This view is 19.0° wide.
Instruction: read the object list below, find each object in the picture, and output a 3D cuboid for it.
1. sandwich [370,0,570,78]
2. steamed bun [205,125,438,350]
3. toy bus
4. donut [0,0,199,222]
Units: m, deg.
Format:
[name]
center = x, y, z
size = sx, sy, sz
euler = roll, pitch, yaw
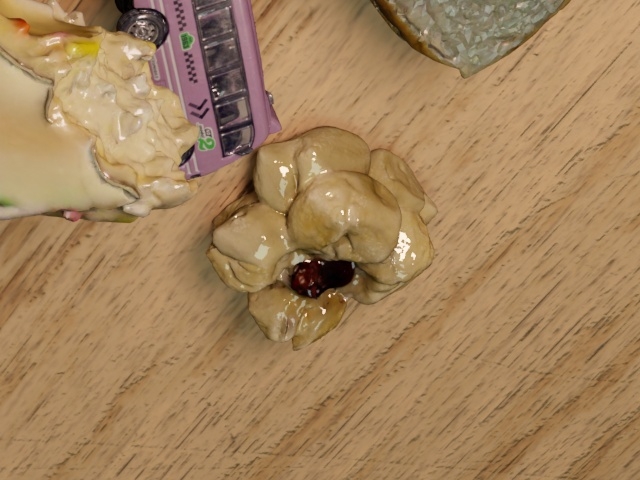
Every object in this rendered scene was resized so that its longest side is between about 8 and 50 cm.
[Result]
[sandwich]
center = 0.099, -0.280, 1.329
size = 0.271, 0.099, 0.301
euler = -42, 123, 16
[steamed bun]
center = 0.000, 0.000, 1.597
size = 0.177, 0.106, 0.192
euler = -32, 132, 13
[toy bus]
center = -0.098, -0.147, 1.433
size = 0.108, 0.096, 0.199
euler = -16, 133, -7
[donut]
center = -0.191, -0.201, 1.247
size = 0.307, 0.150, 0.371
euler = 16, 119, 2
